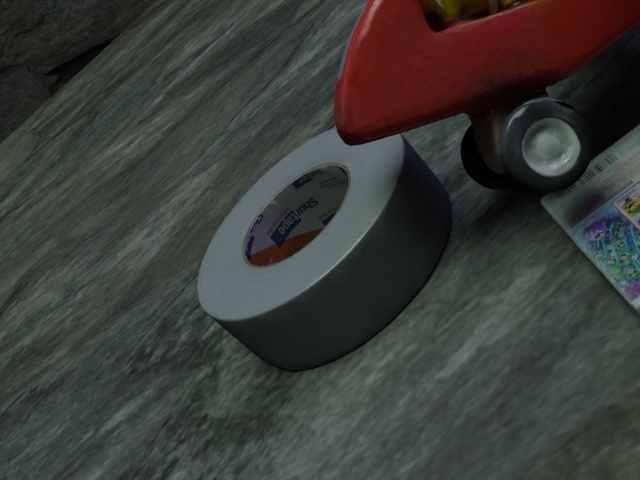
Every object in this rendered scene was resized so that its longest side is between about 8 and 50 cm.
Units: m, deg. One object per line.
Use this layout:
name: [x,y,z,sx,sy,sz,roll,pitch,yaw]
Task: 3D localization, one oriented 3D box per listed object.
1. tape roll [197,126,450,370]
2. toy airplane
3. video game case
tape roll: [0.000,0.000,0.745,0.219,0.072,0.219,-33,29,21]
toy airplane: [0.192,-0.242,0.606,0.386,0.272,0.384,-34,7,46]
video game case: [0.231,-0.037,0.551,0.157,0.019,0.143,-38,29,10]
